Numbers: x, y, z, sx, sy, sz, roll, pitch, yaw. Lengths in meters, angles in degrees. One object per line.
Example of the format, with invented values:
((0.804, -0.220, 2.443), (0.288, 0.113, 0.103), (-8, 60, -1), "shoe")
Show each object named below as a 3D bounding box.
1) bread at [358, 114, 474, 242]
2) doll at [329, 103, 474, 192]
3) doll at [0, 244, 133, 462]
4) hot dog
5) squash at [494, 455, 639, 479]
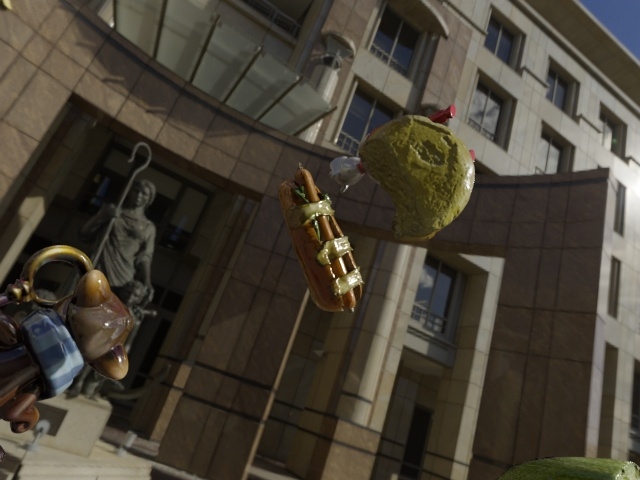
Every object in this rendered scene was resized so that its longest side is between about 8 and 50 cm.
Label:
((0.130, -0.083, 0.577), (0.125, 0.156, 0.086), (-22, -6, -11), "bread")
((0.182, -0.209, 1.162), (0.384, 0.099, 0.188), (-13, -59, 32), "doll")
((-0.523, 0.189, 0.823), (0.209, 0.340, 0.317), (-12, -77, 63), "doll")
((0.000, 0.000, 0.772), (0.072, 0.269, 0.109), (-22, -1, 38), "hot dog")
((0.230, 0.308, 0.422), (0.184, 0.191, 0.085), (-9, -25, 13), "squash")
